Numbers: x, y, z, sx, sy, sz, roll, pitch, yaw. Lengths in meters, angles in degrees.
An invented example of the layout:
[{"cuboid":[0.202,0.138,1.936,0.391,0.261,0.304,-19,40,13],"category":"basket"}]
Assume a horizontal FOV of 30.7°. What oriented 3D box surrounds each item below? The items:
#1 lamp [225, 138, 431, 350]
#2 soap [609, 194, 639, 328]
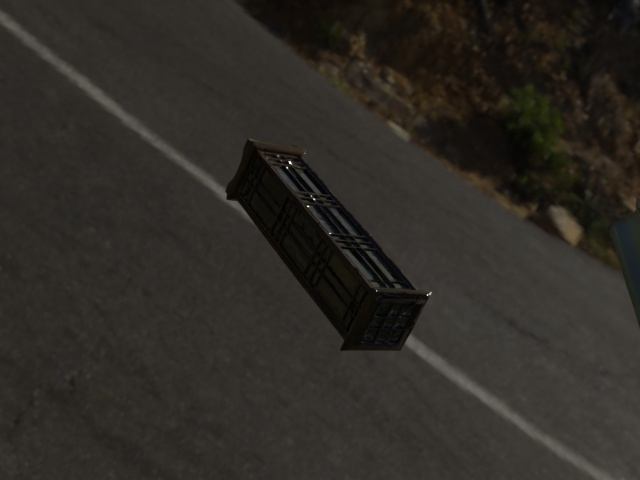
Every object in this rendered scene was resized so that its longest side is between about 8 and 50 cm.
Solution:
[{"cuboid":[0.000,0.000,1.382,0.089,0.090,0.325,5,32,-37],"category":"lamp"},{"cuboid":[0.458,0.076,1.394,0.160,0.087,0.265,17,42,-20],"category":"soap"}]
